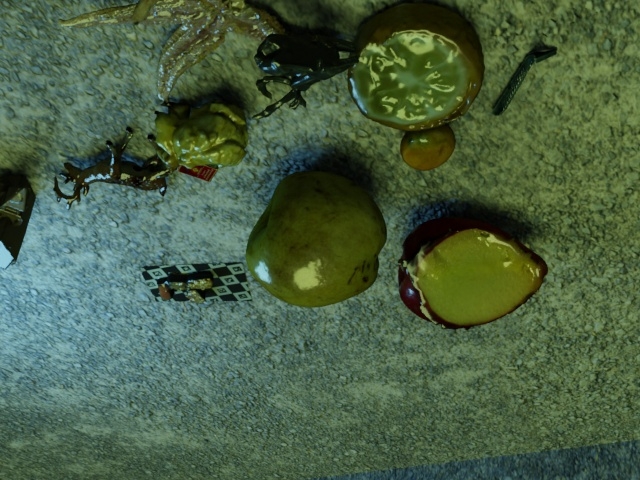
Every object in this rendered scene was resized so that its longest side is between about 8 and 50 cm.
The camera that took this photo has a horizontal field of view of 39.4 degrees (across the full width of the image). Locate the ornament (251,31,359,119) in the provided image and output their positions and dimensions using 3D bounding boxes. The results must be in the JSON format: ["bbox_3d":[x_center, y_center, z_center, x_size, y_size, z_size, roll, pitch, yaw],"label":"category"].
[{"bbox_3d":[-0.072,-0.289,1.610,0.202,0.080,0.236,-7,170,-35],"label":"ornament"}]

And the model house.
[{"bbox_3d":[-0.715,-0.076,1.989,0.176,0.181,0.248,24,145,-27],"label":"model house"}]

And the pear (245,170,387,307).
[{"bbox_3d":[0.000,0.000,1.946,0.303,0.304,0.304,2,145,2],"label":"pear"}]

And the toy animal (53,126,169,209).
[{"bbox_3d":[-0.452,-0.141,1.968,0.243,0.087,0.260,18,139,-17],"label":"toy animal"}]

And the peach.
[{"bbox_3d":[0.338,0.060,2.098,0.361,0.201,0.258,-5,108,-12],"label":"peach"}]

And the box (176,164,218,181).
[{"bbox_3d":[-0.271,-0.163,1.974,0.082,0.023,0.051,18,141,-20],"label":"box"}]

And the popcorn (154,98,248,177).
[{"bbox_3d":[-0.240,-0.203,1.787,0.195,0.168,0.174,0,118,0],"label":"popcorn"}]

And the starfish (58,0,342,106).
[{"bbox_3d":[-0.216,-0.366,1.586,0.383,0.132,0.398,-20,163,27],"label":"starfish"}]

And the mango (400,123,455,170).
[{"bbox_3d":[0.220,-0.197,1.806,0.115,0.089,0.165,-16,165,-12],"label":"mango"}]

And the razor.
[{"bbox_3d":[0.381,-0.305,1.720,0.066,0.033,0.190,-28,163,-32],"label":"razor"}]

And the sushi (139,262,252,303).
[{"bbox_3d":[-0.332,0.130,2.375,0.279,0.043,0.193,-1,145,6],"label":"sushi"}]

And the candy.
[{"bbox_3d":[0.174,-0.314,1.645,0.259,0.118,0.260,2,142,1],"label":"candy"}]
